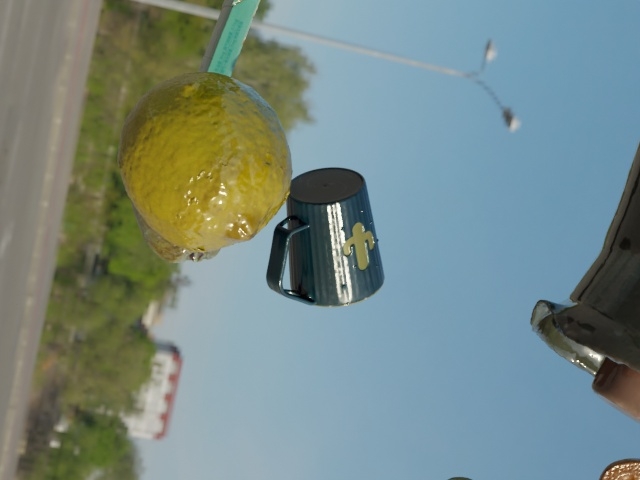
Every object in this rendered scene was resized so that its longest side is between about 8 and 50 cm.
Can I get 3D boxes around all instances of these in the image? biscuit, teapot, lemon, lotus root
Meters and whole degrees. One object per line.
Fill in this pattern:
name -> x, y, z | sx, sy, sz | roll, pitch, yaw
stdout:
biscuit -> 0.345, 0.274, 1.382 | 0.015, 0.091, 0.078 | -74, 169, -80
teapot -> 0.421, 0.038, 1.242 | 0.362, 0.376, 0.305 | -54, -166, -1
lemon -> -0.131, -0.091, 1.439 | 0.231, 0.192, 0.192 | 63, -30, 30
lotus root -> -0.191, -0.060, 1.646 | 0.088, 0.113, 0.192 | -29, -102, 48

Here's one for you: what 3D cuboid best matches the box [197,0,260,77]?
box -> -0.144, -0.302, 1.936 | 0.162, 0.041, 0.229 | -134, -115, -76

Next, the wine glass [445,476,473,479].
wine glass -> 0.218, 0.453, 2.136 | 0.231, 0.103, 0.103 | 26, 75, -75

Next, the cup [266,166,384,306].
cup -> 0.000, 0.000, 1.714 | 0.131, 0.176, 0.155 | 23, -51, 42
